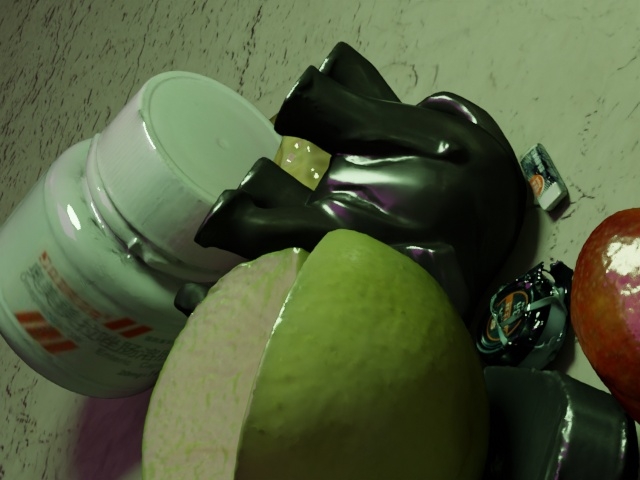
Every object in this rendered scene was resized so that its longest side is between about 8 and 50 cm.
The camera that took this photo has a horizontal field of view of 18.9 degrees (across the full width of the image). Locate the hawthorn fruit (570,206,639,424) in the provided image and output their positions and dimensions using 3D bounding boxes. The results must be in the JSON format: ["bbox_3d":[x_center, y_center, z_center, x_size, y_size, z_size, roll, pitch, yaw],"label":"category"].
[{"bbox_3d":[0.267,0.057,1.380,0.173,0.173,0.179,-46,58,26],"label":"hawthorn fruit"}]

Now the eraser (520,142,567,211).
[{"bbox_3d":[0.202,-0.059,1.757,0.027,0.019,0.099,-49,29,21],"label":"eraser"}]

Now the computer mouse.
[{"bbox_3d":[0.174,0.187,1.497,0.295,0.087,0.168,-167,96,-77],"label":"computer mouse"}]

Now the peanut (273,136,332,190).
[{"bbox_3d":[0.000,0.000,1.922,0.149,0.149,0.313,-42,27,32],"label":"peanut"}]

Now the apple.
[{"bbox_3d":[0.011,0.144,1.515,0.295,0.233,0.258,-35,30,56],"label":"apple"}]

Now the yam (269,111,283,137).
[{"bbox_3d":[-0.084,-0.084,2.223,0.356,0.081,0.081,-32,38,46],"label":"yam"}]

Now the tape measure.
[{"bbox_3d":[0.173,0.070,1.642,0.091,0.054,0.094,-29,34,49],"label":"tape measure"}]

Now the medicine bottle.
[{"bbox_3d":[-0.195,-0.006,2.126,0.325,0.256,0.256,-45,30,33],"label":"medicine bottle"}]

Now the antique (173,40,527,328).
[{"bbox_3d":[0.046,-0.011,1.730,0.322,0.255,0.185,-55,-1,-19],"label":"antique"}]
